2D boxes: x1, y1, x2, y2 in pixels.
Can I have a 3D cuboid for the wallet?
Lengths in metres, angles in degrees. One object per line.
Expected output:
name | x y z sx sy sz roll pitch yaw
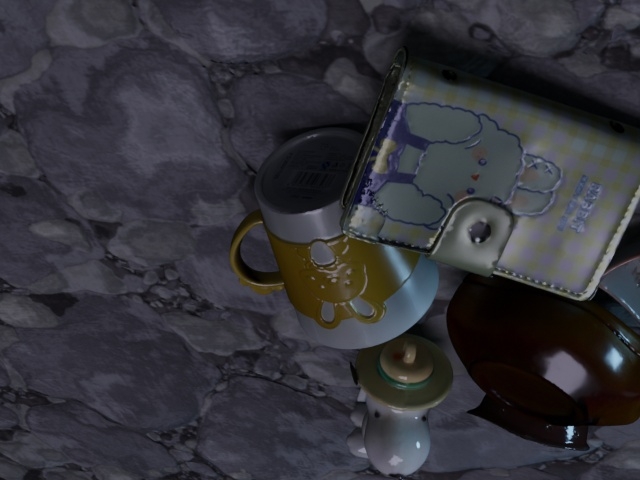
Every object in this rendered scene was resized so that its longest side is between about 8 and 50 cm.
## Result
wallet | 0.191 -0.067 1.508 0.309 0.077 0.223 15 119 -15

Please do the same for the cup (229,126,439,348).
cup | 0.000 0.000 1.645 0.241 0.185 0.226 -10 133 15

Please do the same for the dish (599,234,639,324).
dish | 0.444 0.054 1.675 0.151 0.077 0.212 -20 133 34

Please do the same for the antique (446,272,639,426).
antique | 0.288 0.143 1.752 0.278 0.129 0.223 28 154 11

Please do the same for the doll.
doll | 0.094 0.229 1.979 0.144 0.208 0.271 8 -179 -5

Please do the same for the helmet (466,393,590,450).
helmet | 0.296 0.217 1.913 0.175 0.106 0.155 13 180 30
